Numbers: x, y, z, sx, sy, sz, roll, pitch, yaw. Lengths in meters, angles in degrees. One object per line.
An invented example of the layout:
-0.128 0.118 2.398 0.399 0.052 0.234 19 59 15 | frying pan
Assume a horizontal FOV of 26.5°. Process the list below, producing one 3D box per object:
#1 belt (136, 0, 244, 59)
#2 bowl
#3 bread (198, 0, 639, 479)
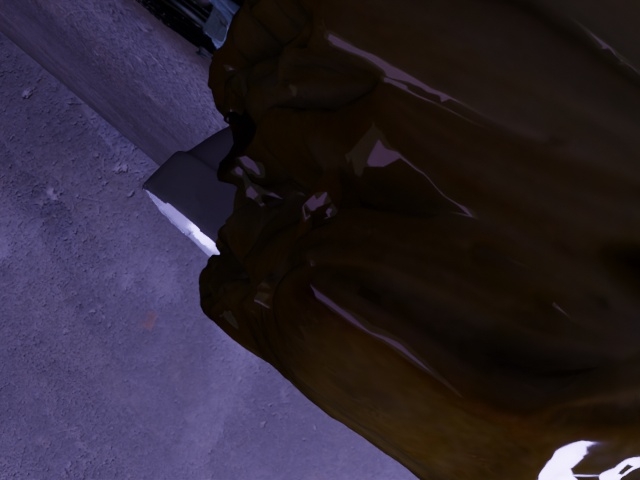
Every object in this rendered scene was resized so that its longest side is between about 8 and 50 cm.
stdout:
-0.067 -0.160 0.767 0.198 0.078 0.151 35 170 34 | belt
0.000 0.000 1.156 0.287 0.144 0.287 40 174 5 | bowl
0.099 0.021 0.499 0.370 0.191 0.314 41 173 -8 | bread
